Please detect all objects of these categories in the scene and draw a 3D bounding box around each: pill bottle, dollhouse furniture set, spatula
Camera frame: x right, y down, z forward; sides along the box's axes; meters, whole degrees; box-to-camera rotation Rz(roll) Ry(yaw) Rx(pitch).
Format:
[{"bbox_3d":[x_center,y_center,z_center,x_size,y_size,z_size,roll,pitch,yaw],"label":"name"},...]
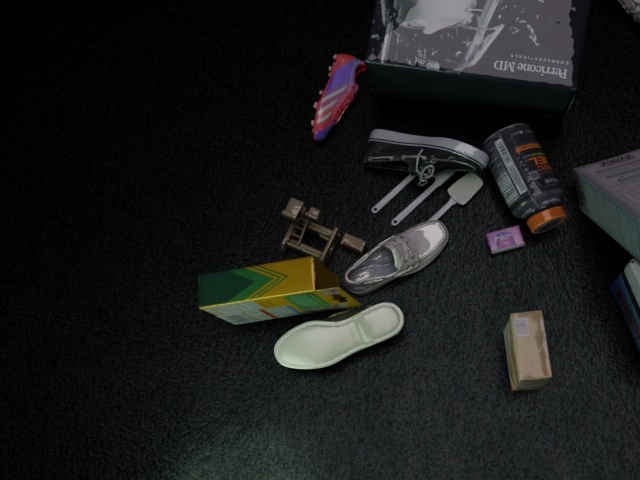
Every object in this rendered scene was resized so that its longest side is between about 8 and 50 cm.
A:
[{"bbox_3d":[0.483,-0.140,1.923,0.131,0.130,0.245,-22,72,1],"label":"pill bottle"},{"bbox_3d":[0.000,0.000,1.929,0.182,0.161,0.101,23,77,15],"label":"dollhouse furniture set"},{"bbox_3d":[0.257,-0.110,2.003,0.242,0.019,0.168,-43,73,-7],"label":"spatula"}]

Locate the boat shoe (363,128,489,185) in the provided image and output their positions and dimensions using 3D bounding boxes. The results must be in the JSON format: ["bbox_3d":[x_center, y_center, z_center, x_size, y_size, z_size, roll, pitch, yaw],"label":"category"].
[{"bbox_3d":[0.246,-0.190,1.968,0.307,0.113,0.104,14,78,21],"label":"boat shoe"}]

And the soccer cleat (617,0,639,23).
[{"bbox_3d":[0.790,-0.611,2.036,0.331,0.116,0.143,27,78,15],"label":"soccer cleat"}]

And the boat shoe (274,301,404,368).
[{"bbox_3d":[0.045,0.221,1.892,0.305,0.091,0.109,-19,83,3],"label":"boat shoe"}]

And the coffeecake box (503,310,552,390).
[{"bbox_3d":[0.445,0.242,1.778,0.068,0.185,0.142,-6,72,6],"label":"coffeecake box"}]

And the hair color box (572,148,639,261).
[{"bbox_3d":[0.699,-0.082,1.757,0.186,0.374,0.113,-16,111,3],"label":"hair color box"}]

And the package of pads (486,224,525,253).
[{"bbox_3d":[0.436,-0.001,1.937,0.083,0.032,0.050,-15,70,3],"label":"package of pads"}]

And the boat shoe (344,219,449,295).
[{"bbox_3d":[0.179,0.038,1.922,0.277,0.096,0.098,-33,74,-1],"label":"boat shoe"}]

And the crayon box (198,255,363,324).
[{"bbox_3d":[-0.086,0.114,1.856,0.323,0.203,0.083,-9,71,15],"label":"crayon box"}]

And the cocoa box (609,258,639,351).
[{"bbox_3d":[0.838,0.116,1.741,0.347,0.228,0.231,-20,72,1],"label":"cocoa box"}]

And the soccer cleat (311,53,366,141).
[{"bbox_3d":[0.046,-0.360,2.082,0.095,0.083,0.247,16,73,8],"label":"soccer cleat"}]

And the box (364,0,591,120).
[{"bbox_3d":[0.388,-0.571,1.951,0.480,0.297,0.471,9,87,11],"label":"box"}]
